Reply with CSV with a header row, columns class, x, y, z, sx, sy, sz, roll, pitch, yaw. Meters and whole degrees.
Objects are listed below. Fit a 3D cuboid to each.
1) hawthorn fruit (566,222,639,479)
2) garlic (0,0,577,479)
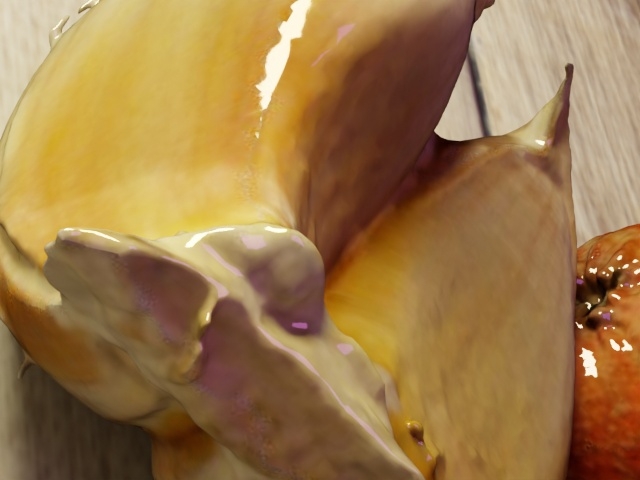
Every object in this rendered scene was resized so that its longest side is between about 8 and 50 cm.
class,x,y,z,sx,sy,sz,roll,pitch,yaw
hawthorn fruit,0.198,0.115,0.893,0.285,0.165,0.165,50,38,-40
garlic,0.000,0.000,0.713,0.286,0.249,0.313,26,36,-3
